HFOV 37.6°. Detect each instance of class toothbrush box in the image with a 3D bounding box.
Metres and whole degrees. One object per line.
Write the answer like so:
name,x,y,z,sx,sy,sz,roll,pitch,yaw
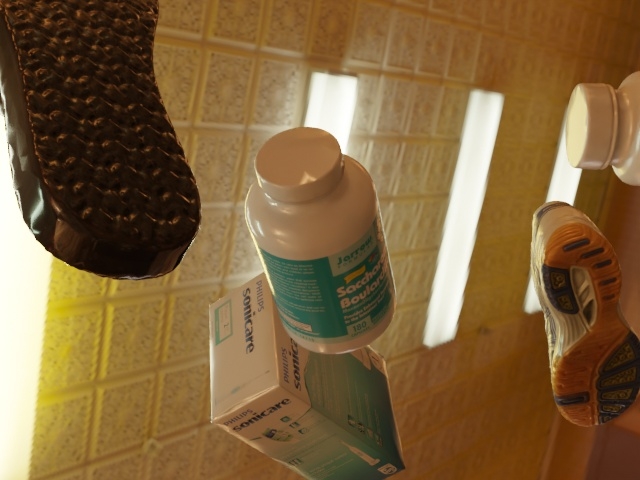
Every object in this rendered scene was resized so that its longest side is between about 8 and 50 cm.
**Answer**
toothbrush box,-0.021,0.215,1.382,0.295,0.126,0.216,41,-152,-38

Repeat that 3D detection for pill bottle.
pill bottle,0.291,-0.090,0.764,0.094,0.169,0.094,3,-90,-90
pill bottle,0.000,0.000,1.059,0.146,0.146,0.264,-53,-33,-29

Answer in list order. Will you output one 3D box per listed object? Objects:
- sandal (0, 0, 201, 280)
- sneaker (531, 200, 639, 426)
sandal,-0.215,-0.130,0.779,0.167,0.446,0.107,13,-50,-32
sneaker,0.320,0.087,1.149,0.131,0.111,0.297,-92,-9,-61
